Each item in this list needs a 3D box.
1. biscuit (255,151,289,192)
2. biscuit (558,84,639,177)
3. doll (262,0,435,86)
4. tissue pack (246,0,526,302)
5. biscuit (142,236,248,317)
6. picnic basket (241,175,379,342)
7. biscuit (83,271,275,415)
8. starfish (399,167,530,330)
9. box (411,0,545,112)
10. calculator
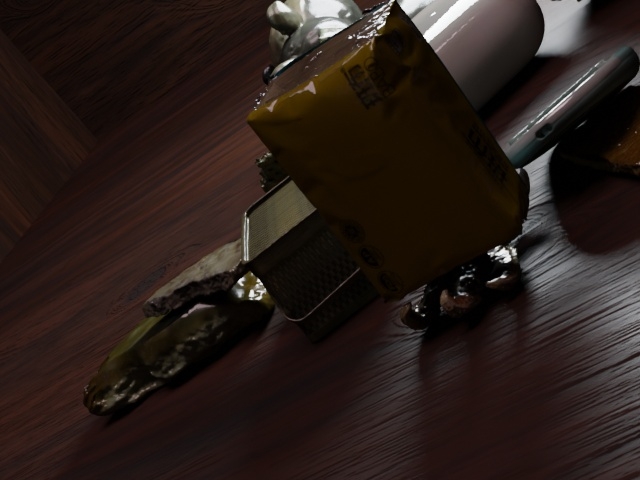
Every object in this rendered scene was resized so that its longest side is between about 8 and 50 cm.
[{"bbox_3d":[-0.023,-0.138,2.464,0.203,0.144,0.016,-37,56,16],"label":"biscuit"},{"bbox_3d":[0.359,-0.125,1.731,0.131,0.025,0.231,-41,15,-4],"label":"biscuit"},{"bbox_3d":[0.076,-0.345,2.738,0.378,0.252,0.382,-5,26,6],"label":"doll"},{"bbox_3d":[0.075,-0.092,1.646,0.192,0.271,0.134,-30,17,29],"label":"tissue pack"},{"bbox_3d":[-0.151,0.043,2.154,0.250,0.032,0.133,-23,18,51],"label":"biscuit"},{"bbox_3d":[0.000,0.000,2.005,0.165,0.139,0.267,-38,16,9],"label":"picnic basket"},{"bbox_3d":[-0.212,0.138,2.239,0.335,0.078,0.329,-41,13,-12],"label":"biscuit"},{"bbox_3d":[0.170,0.016,1.727,0.216,0.071,0.238,-34,26,0],"label":"starfish"},{"bbox_3d":[0.163,-0.244,2.292,0.349,0.141,0.288,-43,17,-12],"label":"box"},{"bbox_3d":[0.301,-0.158,1.820,0.184,0.042,0.295,-42,-3,27],"label":"calculator"}]
